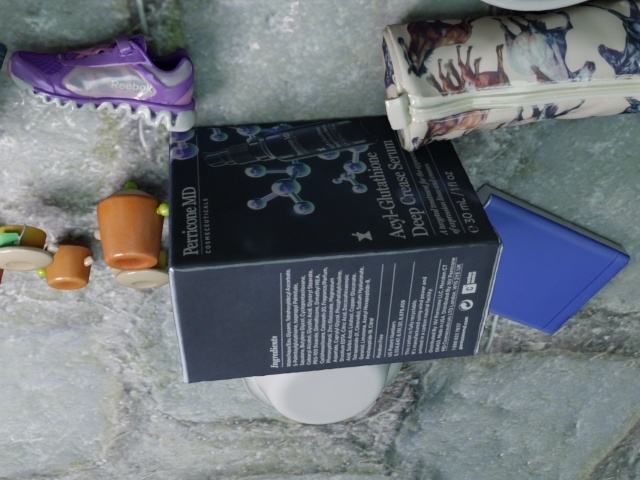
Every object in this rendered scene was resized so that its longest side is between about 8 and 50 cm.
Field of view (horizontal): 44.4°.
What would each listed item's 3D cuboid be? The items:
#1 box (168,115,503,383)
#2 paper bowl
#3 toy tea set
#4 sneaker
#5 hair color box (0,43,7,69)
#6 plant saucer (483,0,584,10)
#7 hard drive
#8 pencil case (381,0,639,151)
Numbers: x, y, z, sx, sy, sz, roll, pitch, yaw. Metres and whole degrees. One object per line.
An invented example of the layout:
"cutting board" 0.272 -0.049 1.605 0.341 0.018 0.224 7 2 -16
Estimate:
"box" 0.000 0.000 1.064 0.395 0.294 0.212 -5 131 -7
"paper bowl" 0.004 0.205 1.346 0.284 0.148 0.284 -6 132 -7
"toy tea set" -0.371 -0.008 1.139 0.335 0.124 0.200 0 160 -15
"sneaker" -0.260 -0.213 0.974 0.236 0.095 0.105 7 123 -23
"hair color box" -0.449 -0.087 0.870 0.105 0.347 0.174 21 125 -26
"plant saucer" 0.276 -0.443 0.831 0.400 0.101 0.401 -13 141 -11
"hard drive" 0.341 0.043 1.334 0.318 0.040 0.210 20 125 -26
"pencil case" 0.272 -0.215 1.001 0.410 0.183 0.160 -8 115 -3
